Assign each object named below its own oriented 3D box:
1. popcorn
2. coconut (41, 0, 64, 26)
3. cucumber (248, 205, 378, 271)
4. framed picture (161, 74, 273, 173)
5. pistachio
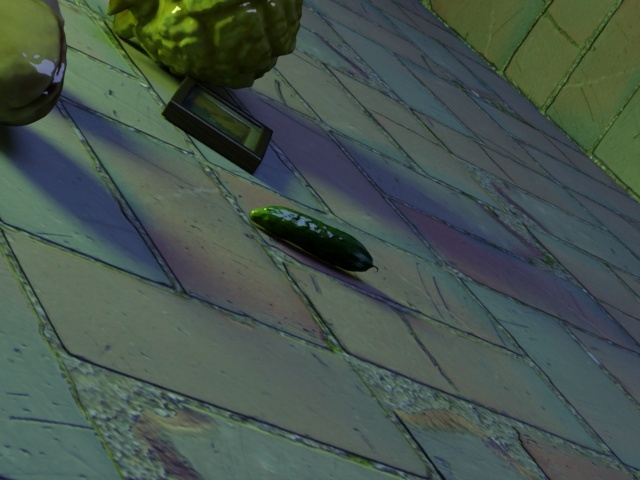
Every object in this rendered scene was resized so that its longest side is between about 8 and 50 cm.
[{"bbox_3d":[-0.135,-0.308,2.322,0.258,0.224,0.270,13,17,35],"label":"popcorn"},{"bbox_3d":[-0.326,-0.244,1.915,0.124,0.110,0.110,22,17,-17],"label":"coconut"},{"bbox_3d":[0.000,0.000,1.967,0.168,0.039,0.039,25,16,-24],"label":"cucumber"},{"bbox_3d":[-0.120,-0.140,2.189,0.128,0.023,0.168,33,14,-6],"label":"framed picture"},{"bbox_3d":[-0.292,-0.167,1.706,0.185,0.126,0.108,58,-4,47],"label":"pistachio"}]
